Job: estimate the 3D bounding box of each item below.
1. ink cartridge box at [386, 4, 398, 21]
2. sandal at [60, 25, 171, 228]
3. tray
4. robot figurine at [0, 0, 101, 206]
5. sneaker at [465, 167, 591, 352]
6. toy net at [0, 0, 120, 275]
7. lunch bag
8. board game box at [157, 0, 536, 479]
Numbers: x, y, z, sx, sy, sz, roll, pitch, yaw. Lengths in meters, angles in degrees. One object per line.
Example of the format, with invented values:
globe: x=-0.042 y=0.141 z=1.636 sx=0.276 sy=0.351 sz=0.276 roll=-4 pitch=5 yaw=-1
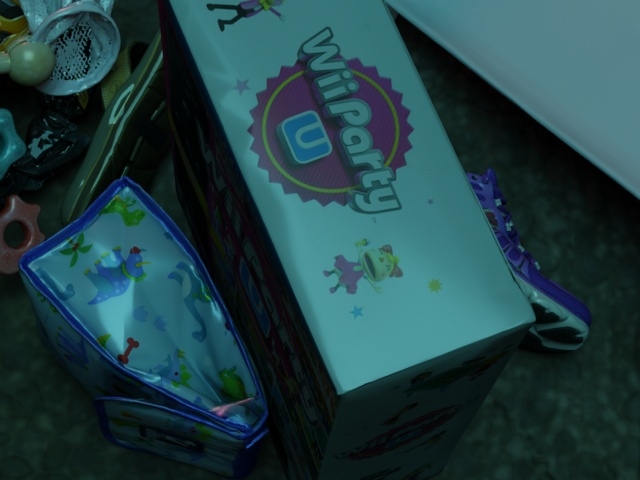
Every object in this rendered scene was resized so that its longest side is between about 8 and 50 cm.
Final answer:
ink cartridge box: x=-0.029 y=-0.195 z=1.089 sx=0.181 sy=0.061 sz=0.104 roll=20 pitch=71 yaw=2
sandal: x=-0.108 y=-0.080 z=1.048 sx=0.049 sy=0.072 sz=0.180 roll=23 pitch=74 yaw=27
tray: x=0.174 y=-0.110 z=1.052 sx=0.145 sy=0.030 sz=0.270 roll=-40 pitch=64 yaw=-18
robot figurine: x=-0.260 y=-0.070 z=1.015 sx=0.211 sy=0.085 sz=0.291 roll=37 pitch=72 yaw=3
sneaker: x=0.094 y=-0.004 z=1.030 sx=0.170 sy=0.068 sz=0.071 roll=42 pitch=67 yaw=11
toy net: x=-0.166 y=-0.062 z=0.975 sx=0.122 sy=0.045 sz=0.232 roll=46 pitch=69 yaw=-28
lunch bag: x=-0.086 y=0.062 z=0.959 sx=0.096 sy=0.129 sz=0.151 roll=-42 pitch=80 yaw=-15
board game box: x=0.000 y=0.000 z=0.894 sx=0.098 sy=0.303 sz=0.224 roll=-20 pitch=73 yaw=-10
